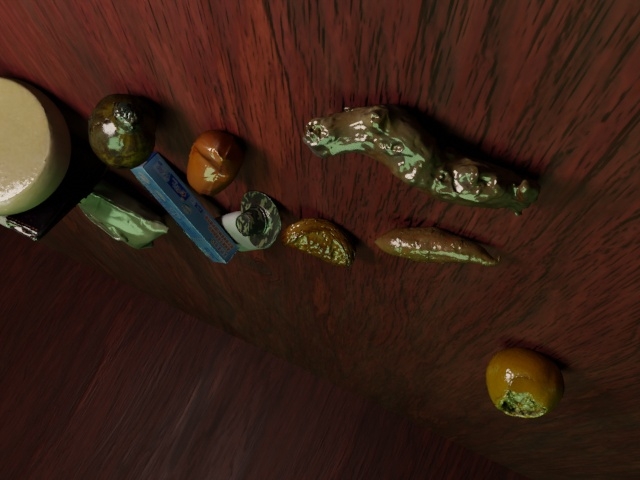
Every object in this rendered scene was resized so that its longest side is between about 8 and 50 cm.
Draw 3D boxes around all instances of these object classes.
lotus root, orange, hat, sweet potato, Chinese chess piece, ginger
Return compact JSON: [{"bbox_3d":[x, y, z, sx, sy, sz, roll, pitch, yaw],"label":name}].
[{"bbox_3d":[-0.328,-0.181,1.080,0.120,0.120,0.209,31,164,-12],"label":"lotus root"},{"bbox_3d":[0.410,0.289,1.314,0.155,0.134,0.154,22,168,5],"label":"orange"},{"bbox_3d":[-0.130,-0.038,1.239,0.121,0.050,0.121,21,122,38],"label":"hat"},{"bbox_3d":[0.178,0.009,1.010,0.206,0.060,0.068,12,-166,33],"label":"sweet potato"},{"bbox_3d":[-0.615,-0.181,1.242,0.273,0.273,0.102,26,175,2],"label":"Chinese chess piece"},{"bbox_3d":[0.121,-0.101,0.784,0.290,0.084,0.122,21,-178,6],"label":"ginger"}]

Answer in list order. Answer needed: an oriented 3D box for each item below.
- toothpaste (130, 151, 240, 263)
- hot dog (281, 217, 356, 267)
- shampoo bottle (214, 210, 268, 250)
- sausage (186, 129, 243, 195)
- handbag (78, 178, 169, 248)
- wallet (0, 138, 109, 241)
[{"bbox_3d":[-0.276,-0.064,1.345,0.066,0.053,0.272,0,135,50],"label":"toothpaste"},{"bbox_3d":[0.000,0.002,1.209,0.147,0.065,0.099,20,163,-15],"label":"hot dog"},{"bbox_3d":[-0.151,-0.021,1.369,0.108,0.051,0.221,40,158,-22],"label":"shampoo bottle"},{"bbox_3d":[-0.177,-0.130,1.087,0.089,0.089,0.179,30,158,-10],"label":"sausage"},{"bbox_3d":[-0.514,-0.069,1.645,0.253,0.109,0.316,36,165,-14],"label":"handbag"},{"bbox_3d":[-0.604,-0.138,1.366,0.221,0.262,0.071,28,141,1],"label":"wallet"}]
